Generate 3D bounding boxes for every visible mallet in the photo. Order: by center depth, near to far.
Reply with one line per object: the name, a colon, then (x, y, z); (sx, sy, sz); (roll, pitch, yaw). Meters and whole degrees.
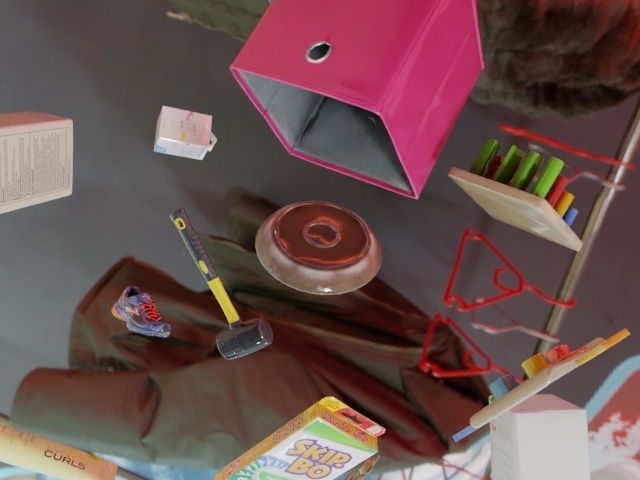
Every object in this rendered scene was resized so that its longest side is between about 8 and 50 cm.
mallet: (-0.112, 0.047, 0.759); (0.039, 0.062, 0.190); (-67, 140, -69)

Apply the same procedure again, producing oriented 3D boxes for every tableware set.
tableware set: (0.068, 0.545, 1.474); (0.169, 0.020, 0.141); (-54, 172, 35)

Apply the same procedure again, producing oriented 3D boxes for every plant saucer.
plant saucer: (0.000, 0.000, 1.595); (0.311, 0.310, 0.050); (-60, 167, -45)

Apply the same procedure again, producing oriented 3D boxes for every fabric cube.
fabric cube: (0.070, -0.260, 0.995); (0.258, 0.254, 0.259); (-61, 153, -11)

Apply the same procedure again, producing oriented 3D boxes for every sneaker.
sneaker: (-0.442, 0.175, 1.638); (0.083, 0.221, 0.087); (17, 94, -50)

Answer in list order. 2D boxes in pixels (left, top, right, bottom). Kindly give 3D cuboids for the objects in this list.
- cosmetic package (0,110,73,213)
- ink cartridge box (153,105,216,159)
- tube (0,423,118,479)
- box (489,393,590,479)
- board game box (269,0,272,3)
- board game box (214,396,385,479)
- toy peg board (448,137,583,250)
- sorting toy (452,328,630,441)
cosmetic package: (-0.592, -0.137, 1.187); (0.309, 0.113, 0.160); (-32, 132, -64)
ink cartridge box: (-0.339, -0.268, 1.675); (0.092, 0.143, 0.090); (148, -53, -63)
tube: (-0.494, 0.403, 1.227); (0.062, 0.240, 0.070); (-50, -159, 48)
box: (0.511, 0.553, 1.558); (0.215, 0.168, 0.345); (117, -29, -87)
board game box: (-0.068, -0.524, 1.196); (0.136, 0.035, 0.201); (45, 50, -41)
board game box: (-0.032, 0.330, 0.997); (0.259, 0.124, 0.039); (-42, -152, 23)
toy peg board: (0.300, -0.073, 0.967); (0.160, 0.161, 0.079); (31, 89, -45)
sorting toy: (0.339, 0.213, 1.049); (0.196, 0.047, 0.348); (-13, 153, -42)
